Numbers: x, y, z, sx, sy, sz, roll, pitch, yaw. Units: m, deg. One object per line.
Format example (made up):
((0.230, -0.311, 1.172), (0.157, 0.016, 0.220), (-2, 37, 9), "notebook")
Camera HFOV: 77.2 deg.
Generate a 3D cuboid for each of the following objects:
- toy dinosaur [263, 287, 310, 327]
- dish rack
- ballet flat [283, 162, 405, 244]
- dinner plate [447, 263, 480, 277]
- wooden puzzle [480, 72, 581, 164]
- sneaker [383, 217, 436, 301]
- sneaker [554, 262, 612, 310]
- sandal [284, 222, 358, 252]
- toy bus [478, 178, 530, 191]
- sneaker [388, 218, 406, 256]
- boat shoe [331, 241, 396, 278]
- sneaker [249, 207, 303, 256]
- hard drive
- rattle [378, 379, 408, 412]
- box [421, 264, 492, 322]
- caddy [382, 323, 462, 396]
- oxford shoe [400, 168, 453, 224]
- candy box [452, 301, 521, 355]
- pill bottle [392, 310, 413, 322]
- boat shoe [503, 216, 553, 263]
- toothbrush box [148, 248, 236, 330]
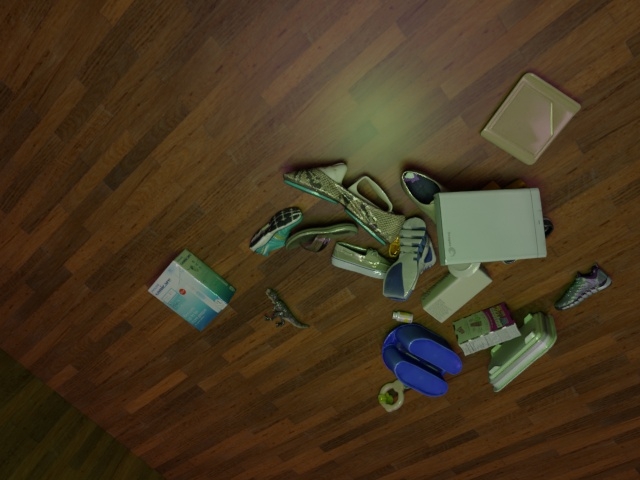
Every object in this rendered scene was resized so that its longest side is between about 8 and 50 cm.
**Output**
((-0.176, 0.337, 1.802), (0.118, 0.064, 0.268), (-37, 108, 14), "toy dinosaur")
((0.788, 0.430, 1.606), (0.072, 0.285, 0.333), (39, 116, 12), "dish rack")
((0.104, -0.172, 1.486), (0.483, 0.164, 0.182), (32, 94, -5), "ballet flat")
((0.547, 0.075, 1.542), (0.017, 0.141, 0.141), (21, 121, -38), "dinner plate")
((0.700, -0.404, 1.351), (0.221, 0.044, 0.238), (29, 120, -6), "wooden puzzle")
((0.363, 0.091, 1.523), (0.127, 0.315, 0.182), (8, 162, 42), "sneaker")
((1.005, 0.183, 1.571), (0.224, 0.083, 0.098), (-39, 81, 19), "sneaker")
((0.001, -0.001, 1.577), (0.303, 0.120, 0.086), (-11, 76, 12), "sandal")
((0.598, -0.102, 1.465), (0.130, 0.108, 0.333), (43, 113, -9), "toy bus")
((0.305, -0.015, 1.567), (0.064, 0.067, 0.175), (6, 114, 7), "sneaker")
((0.192, 0.080, 1.607), (0.302, 0.109, 0.094), (11, 114, 6), "boat shoe")
((-0.168, -0.033, 1.623), (0.275, 0.107, 0.110), (-36, 125, 26), "sneaker")
((0.554, -0.048, 1.308), (0.353, 0.047, 0.233), (-4, 86, -8), "hard drive")
((0.383, 0.727, 1.901), (0.199, 0.130, 0.143), (-48, 114, -3), "rattle")
((0.542, 0.197, 1.618), (0.113, 0.094, 0.275), (39, 113, -10), "box")
((0.432, 0.509, 1.732), (0.341, 0.179, 0.241), (30, 96, -14), "caddy")
((0.430, -0.107, 1.386), (0.397, 0.146, 0.140), (38, 106, 16), "oxford shoe")
((0.672, 0.360, 1.639), (0.233, 0.159, 0.071), (-27, 106, 19), "candy box")
((0.354, 0.330, 1.732), (0.083, 0.043, 0.043), (10, 116, 3), "pill bottle")
((0.779, 0.013, 1.509), (0.080, 0.076, 0.228), (38, 114, -10), "boat shoe")
((-0.560, 0.218, 1.762), (0.295, 0.126, 0.216), (43, 113, -11), "toothbrush box")
